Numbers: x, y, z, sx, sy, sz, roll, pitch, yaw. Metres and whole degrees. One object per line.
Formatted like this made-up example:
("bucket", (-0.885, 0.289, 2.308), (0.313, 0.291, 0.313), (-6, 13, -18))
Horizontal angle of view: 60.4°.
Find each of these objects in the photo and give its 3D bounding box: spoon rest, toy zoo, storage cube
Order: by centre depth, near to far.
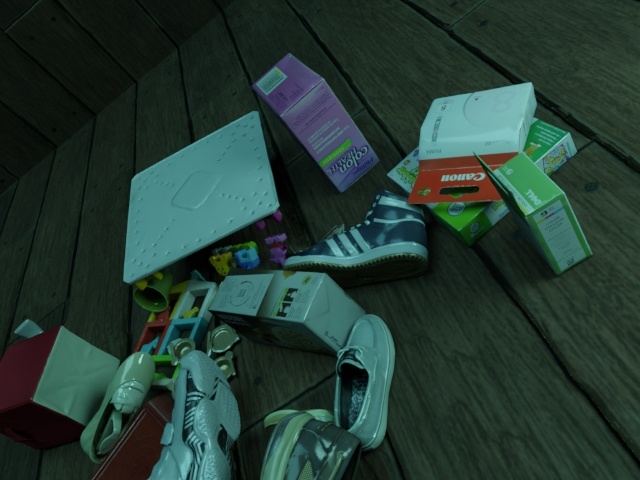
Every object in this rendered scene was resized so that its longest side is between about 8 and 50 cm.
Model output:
("storage cube", (-0.606, 0.336, 1.238), (0.193, 0.184, 0.215), (-22, 42, 23))
("toy zoo", (-0.331, 0.196, 1.250), (0.192, 0.030, 0.294), (-11, 48, 34))
("spoon rest", (-0.741, 0.329, 1.463), (0.137, 0.084, 0.276), (-43, 51, 3))

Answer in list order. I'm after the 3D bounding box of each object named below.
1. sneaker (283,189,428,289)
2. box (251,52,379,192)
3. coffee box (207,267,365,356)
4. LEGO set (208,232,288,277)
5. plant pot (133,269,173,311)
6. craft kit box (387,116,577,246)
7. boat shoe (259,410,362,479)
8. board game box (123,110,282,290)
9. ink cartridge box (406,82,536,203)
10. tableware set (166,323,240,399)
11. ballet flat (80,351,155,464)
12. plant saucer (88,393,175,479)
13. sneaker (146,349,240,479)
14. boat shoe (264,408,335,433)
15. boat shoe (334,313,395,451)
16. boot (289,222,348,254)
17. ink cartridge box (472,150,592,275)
("sneaker", (0.067, -0.001, 1.028), (0.282, 0.099, 0.153), (-8, 54, 27))
("box", (-0.012, -0.263, 1.226), (0.117, 0.243, 0.214), (-41, 39, 4))
("coffee box", (-0.064, 0.127, 0.993), (0.246, 0.141, 0.098), (1, 56, 41))
("LEGO set", (-0.166, 0.060, 1.201), (0.227, 0.093, 0.087), (-11, 17, 41))
("plant pot", (-0.384, 0.111, 1.296), (0.083, 0.083, 0.079), (-20, 32, 27))
("craft kit box", (0.282, -0.140, 1.011), (0.246, 0.061, 0.250), (-44, 38, 3))
("boat shoe", (-0.025, 0.406, 0.696), (0.130, 0.132, 0.356), (4, 72, 23))
("board game box", (-0.286, -0.106, 1.314), (0.389, 0.050, 0.390), (-26, 44, 10))
("ink cartridge box", (0.258, -0.170, 0.958), (0.188, 0.066, 0.232), (0, 47, 37))
("tableware set", (-0.236, 0.243, 1.106), (0.168, 0.020, 0.141), (-24, 48, 4))
("ballet flat", (-0.404, 0.345, 1.112), (0.249, 0.086, 0.086), (-60, 37, 9))
("plant saucer", (-0.330, 0.435, 1.015), (0.258, 0.048, 0.259), (18, 68, 48))
("sneaker", (-0.237, 0.365, 0.875), (0.210, 0.137, 0.366), (-23, 54, 8))
("boat shoe", (-0.037, 0.301, 0.881), (0.135, 0.050, 0.045), (-17, 40, 29))
("boat shoe", (0.064, 0.205, 0.856), (0.079, 0.081, 0.228), (-18, 45, 28))
("boot", (0.000, 0.000, 1.137), (0.114, 0.037, 0.106), (-48, 51, -1))
("ink cartridge box", (0.305, -0.052, 0.781), (0.062, 0.209, 0.109), (-35, 39, 13))
